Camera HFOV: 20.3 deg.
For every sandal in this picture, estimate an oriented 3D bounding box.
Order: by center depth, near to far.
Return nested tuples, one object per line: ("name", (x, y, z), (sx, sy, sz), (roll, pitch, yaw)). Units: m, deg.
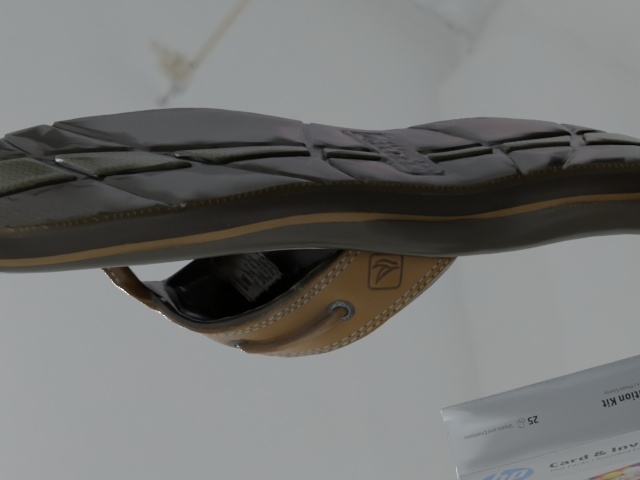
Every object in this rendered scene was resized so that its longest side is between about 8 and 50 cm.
("sandal", (0.000, 0.000, 0.492), (0.219, 0.060, 0.090), (-3, -162, -20))

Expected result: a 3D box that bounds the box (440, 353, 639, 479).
("box", (0.142, 0.105, 0.879), (0.186, 0.145, 0.038), (66, -171, -65))
